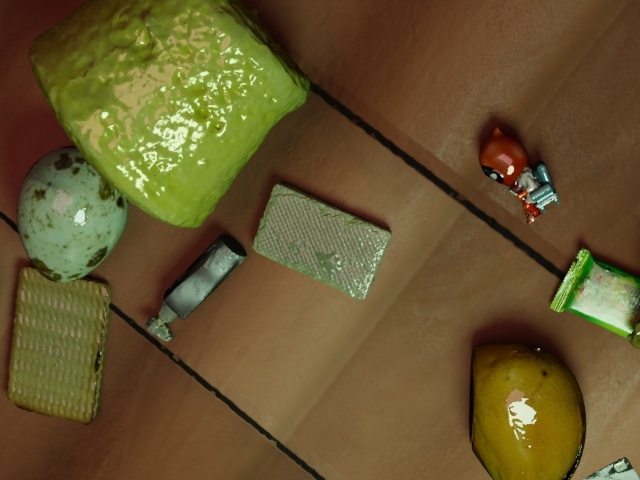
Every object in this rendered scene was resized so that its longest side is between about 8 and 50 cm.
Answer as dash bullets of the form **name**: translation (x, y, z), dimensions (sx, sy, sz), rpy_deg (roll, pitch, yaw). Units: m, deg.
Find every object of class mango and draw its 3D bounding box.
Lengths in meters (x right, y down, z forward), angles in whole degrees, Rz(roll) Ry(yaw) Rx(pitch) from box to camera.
- **mango**: translation (0.299, 0.266, 1.244), dimensions (0.166, 0.136, 0.236), rpy_deg (1, 102, 11)

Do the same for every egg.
- **egg**: translation (-0.393, -0.038, 1.358), dimensions (0.169, 0.169, 0.231), rpy_deg (22, 110, 10)

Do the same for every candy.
- **candy**: translation (0.435, 0.091, 1.240), dimensions (0.178, 0.032, 0.102), rpy_deg (25, 101, 9)

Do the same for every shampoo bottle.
- **shampoo bottle**: translation (-0.204, 0.079, 1.384), dimensions (0.063, 0.057, 0.208), rpy_deg (44, 107, -3)

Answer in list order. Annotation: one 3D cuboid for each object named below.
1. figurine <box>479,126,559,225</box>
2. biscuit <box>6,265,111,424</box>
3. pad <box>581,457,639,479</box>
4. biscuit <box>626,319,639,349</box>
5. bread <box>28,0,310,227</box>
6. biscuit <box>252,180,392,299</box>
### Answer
- **figurine**: translation (0.283, -0.098, 1.235), dimensions (0.075, 0.068, 0.140), rpy_deg (-38, 89, 18)
- **biscuit**: translation (-0.446, 0.179, 1.470), dimensions (0.172, 0.029, 0.254), rpy_deg (12, 99, 12)
- **pad**: translation (0.461, 0.432, 1.292), dimensions (0.116, 0.004, 0.193), rpy_deg (-33, 89, 16)
- **biscuit**: translation (0.571, 0.016, 1.165), dimensions (0.329, 0.078, 0.335), rpy_deg (-9, 90, 5)
- **bread**: translation (-0.201, -0.215, 1.209), dimensions (0.308, 0.348, 0.348), rpy_deg (-37, 87, 9)
- **biscuit**: translation (0.000, 0.000, 1.332), dimensions (0.199, 0.040, 0.121), rpy_deg (24, 104, 9)
